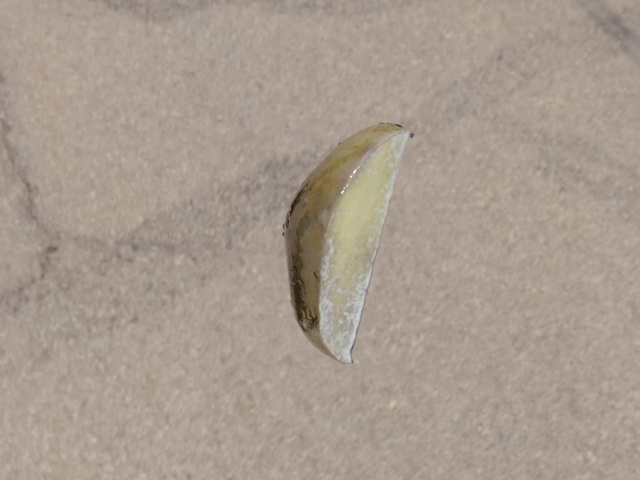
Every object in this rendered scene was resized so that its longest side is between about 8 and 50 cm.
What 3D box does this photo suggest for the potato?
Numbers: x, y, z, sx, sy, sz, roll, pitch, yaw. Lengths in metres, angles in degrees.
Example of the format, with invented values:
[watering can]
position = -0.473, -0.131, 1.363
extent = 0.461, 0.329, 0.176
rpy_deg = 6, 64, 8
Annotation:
[potato]
position = -0.001, -0.001, 0.389
extent = 0.037, 0.093, 0.036
rpy_deg = 23, 16, 35
